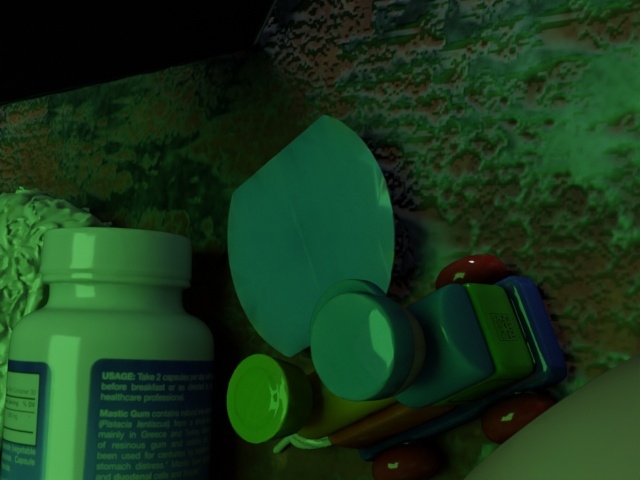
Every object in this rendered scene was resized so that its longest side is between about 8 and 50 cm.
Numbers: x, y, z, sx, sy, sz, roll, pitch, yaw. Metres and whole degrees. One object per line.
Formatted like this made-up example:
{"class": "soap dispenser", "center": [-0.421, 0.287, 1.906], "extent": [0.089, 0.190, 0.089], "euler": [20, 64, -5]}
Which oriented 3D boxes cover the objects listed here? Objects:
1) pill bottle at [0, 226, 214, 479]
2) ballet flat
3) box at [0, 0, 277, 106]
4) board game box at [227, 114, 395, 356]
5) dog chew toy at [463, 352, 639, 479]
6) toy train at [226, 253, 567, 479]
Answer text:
{"class": "pill bottle", "center": [-0.156, 0.131, 0.684], "extent": [0.152, 0.152, 0.272], "euler": [-4, 81, 45]}
{"class": "ballet flat", "center": [-0.257, 0.155, 0.805], "extent": [0.147, 0.147, 0.409], "euler": [4, 88, 45]}
{"class": "box", "center": [-0.191, -0.411, 0.526], "extent": [0.472, 0.297, 0.480], "euler": [59, 145, 16]}
{"class": "board game box", "center": [0.000, 0.000, 0.632], "extent": [0.169, 0.033, 0.133], "euler": [-36, 65, 42]}
{"class": "dog chew toy", "center": [0.184, 0.199, 0.310], "extent": [0.206, 0.206, 0.332], "euler": [-49, 61, 29]}
{"class": "toy train", "center": [0.003, 0.095, 0.535], "extent": [0.248, 0.143, 0.105], "euler": [-34, 62, 37]}
